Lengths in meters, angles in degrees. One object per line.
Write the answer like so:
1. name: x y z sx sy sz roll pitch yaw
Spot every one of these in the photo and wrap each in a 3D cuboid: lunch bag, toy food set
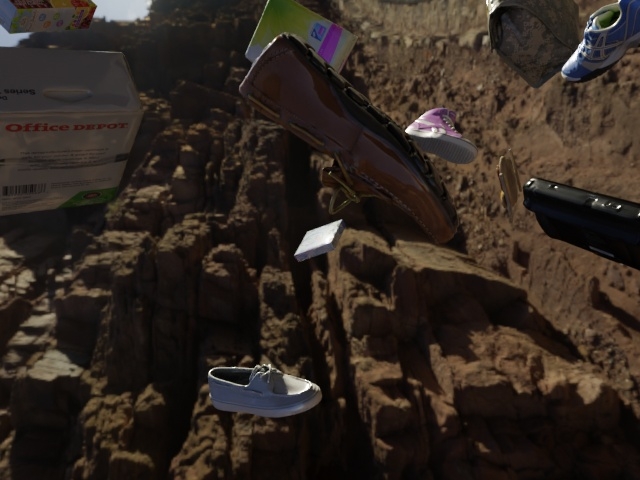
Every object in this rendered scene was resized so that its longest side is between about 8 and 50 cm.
1. lunch bag: 0.539 -0.589 1.348 0.169 0.287 0.235 -31 38 49
2. toy food set: 0.436 -0.133 1.206 0.192 0.039 0.132 -46 -60 -53

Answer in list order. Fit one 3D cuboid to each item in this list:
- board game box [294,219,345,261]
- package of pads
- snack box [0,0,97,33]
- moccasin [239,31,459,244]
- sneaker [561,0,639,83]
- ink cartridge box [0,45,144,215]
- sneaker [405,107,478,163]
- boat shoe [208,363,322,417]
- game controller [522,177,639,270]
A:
1. board game box: 0.000 0.000 1.040 0.020 0.090 0.090 58 -148 -21
2. package of pads: -0.065 -0.606 1.606 0.229 0.297 0.101 -60 -6 21
3. snack box: -0.618 -0.527 1.075 0.070 0.174 0.207 -45 -1 34
4. moccasin: 0.045 -0.124 0.743 0.147 0.380 0.139 -47 12 22
5. sneaker: 0.462 -0.334 0.830 0.211 0.081 0.080 131 160 -71
6. ink cartridge box: -0.309 -0.120 0.592 0.208 0.153 0.086 -41 67 50
7. sneaker: 0.400 -0.343 1.589 0.282 0.161 0.102 33 164 44
8. boat shoe: -0.088 0.217 0.765 0.066 0.184 0.063 -38 -59 -56
9. game controller: 0.508 -0.027 0.934 0.067 0.166 0.319 -50 27 1
